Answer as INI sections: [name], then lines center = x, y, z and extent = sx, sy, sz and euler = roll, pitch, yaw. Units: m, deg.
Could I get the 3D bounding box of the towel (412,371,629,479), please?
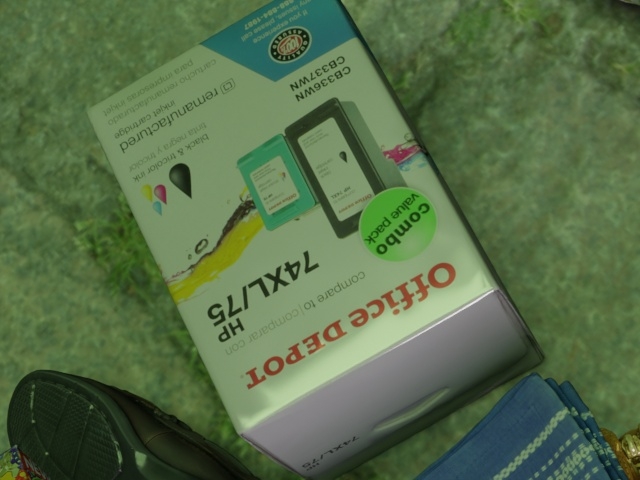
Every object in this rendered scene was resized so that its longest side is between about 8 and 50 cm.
[towel]
center = 0.119, 0.257, 1.033
extent = 0.243, 0.040, 0.336
euler = -42, 36, 13

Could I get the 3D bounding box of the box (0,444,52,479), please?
[box]
center = -0.149, 0.335, 0.997
extent = 0.177, 0.290, 0.279
euler = -35, 39, 2

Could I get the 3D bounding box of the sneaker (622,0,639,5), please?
[sneaker]
center = 0.265, -0.160, 1.210
extent = 0.169, 0.108, 0.292
euler = 10, 65, 21

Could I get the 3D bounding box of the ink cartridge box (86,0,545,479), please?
[ink cartridge box]
center = 0.000, 0.000, 1.172
extent = 0.198, 0.197, 0.270
euler = -30, 66, 5

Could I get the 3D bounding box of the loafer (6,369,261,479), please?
[loafer]
center = -0.113, 0.185, 1.203
extent = 0.302, 0.095, 0.109
euler = 27, 103, 39

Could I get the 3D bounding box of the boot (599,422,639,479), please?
[boot]
center = 0.178, 0.246, 1.096
extent = 0.295, 0.104, 0.211
euler = -27, 61, 0
